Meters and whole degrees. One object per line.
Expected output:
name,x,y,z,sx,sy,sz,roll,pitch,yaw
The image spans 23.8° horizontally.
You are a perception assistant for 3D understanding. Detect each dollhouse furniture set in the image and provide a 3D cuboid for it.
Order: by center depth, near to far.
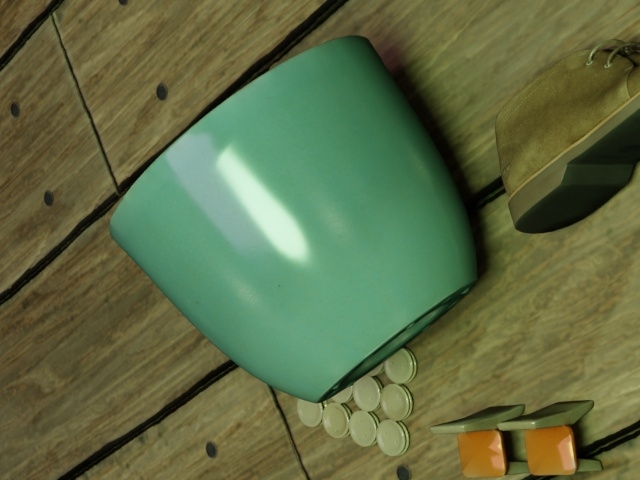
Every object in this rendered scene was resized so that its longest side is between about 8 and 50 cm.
dollhouse furniture set,0.133,0.286,1.347,0.259,0.135,0.262,-9,88,44

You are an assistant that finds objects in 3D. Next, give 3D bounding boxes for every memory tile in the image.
memory tile,0.035,0.147,1.513,0.148,0.012,0.113,14,104,41

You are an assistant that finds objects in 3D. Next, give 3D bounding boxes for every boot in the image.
boot,0.248,-0.126,1.223,0.305,0.112,0.115,-38,58,42

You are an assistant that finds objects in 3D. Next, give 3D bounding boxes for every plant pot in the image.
plant pot,0.000,0.000,1.357,0.235,0.293,0.293,52,128,9
